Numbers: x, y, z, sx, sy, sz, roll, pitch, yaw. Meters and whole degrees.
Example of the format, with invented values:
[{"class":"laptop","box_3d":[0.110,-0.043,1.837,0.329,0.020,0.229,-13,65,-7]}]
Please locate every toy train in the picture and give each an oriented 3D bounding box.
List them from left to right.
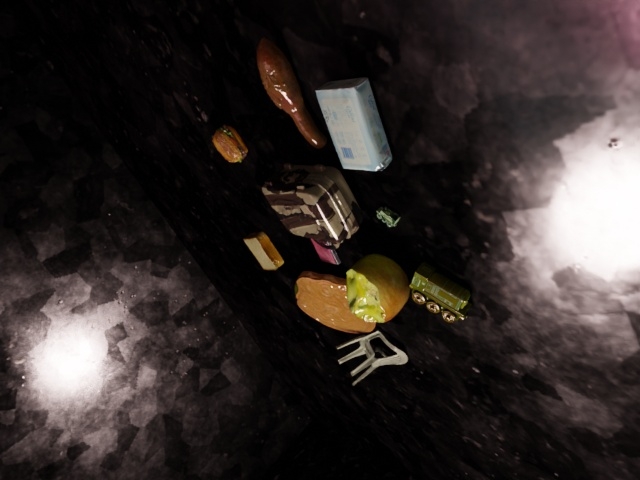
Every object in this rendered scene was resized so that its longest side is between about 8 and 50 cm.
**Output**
[{"class":"toy train","box_3d":[0.227,-0.083,1.652,0.083,0.033,0.053,42,147,14]},{"class":"toy train","box_3d":[0.410,0.181,1.669,0.225,0.090,0.137,31,138,22]}]

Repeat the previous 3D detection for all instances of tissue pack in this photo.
[{"class":"tissue pack","box_3d":[0.102,-0.340,1.446,0.177,0.089,0.263,13,134,47]}]

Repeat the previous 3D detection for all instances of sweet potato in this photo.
[{"class":"sweet potato","box_3d":[-0.101,-0.461,1.572,0.109,0.109,0.385,12,141,49]}]

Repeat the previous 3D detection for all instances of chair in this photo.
[{"class":"chair","box_3d":[0.236,0.538,2.263,0.191,0.274,0.203,57,168,34]}]

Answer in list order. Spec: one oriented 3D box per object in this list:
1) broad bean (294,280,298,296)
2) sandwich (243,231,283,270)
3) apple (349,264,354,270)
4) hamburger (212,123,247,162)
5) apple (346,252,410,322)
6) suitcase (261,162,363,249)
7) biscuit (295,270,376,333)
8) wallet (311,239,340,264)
[{"class":"broad bean","box_3d":[-0.031,0.278,2.400,0.238,0.119,0.291,35,150,18]},{"class":"sandwich","box_3d":[-0.297,0.056,2.562,0.215,0.065,0.186,57,151,-15]},{"class":"apple","box_3d":[0.153,0.139,1.989,0.084,0.084,0.071,26,117,36]},{"class":"hamburger","box_3d":[-0.390,-0.401,2.081,0.166,0.087,0.137,53,153,-10]},{"class":"apple","box_3d":[0.196,0.169,1.789,0.226,0.246,0.246,56,152,-9]},{"class":"suitcase","box_3d":[-0.013,-0.119,1.789,0.351,0.194,0.339,13,143,50]},{"class":"biscuit","box_3d":[0.068,0.292,2.199,0.384,0.062,0.365,16,140,13]},{"class":"wallet","box_3d":[0.000,0.000,2.099,0.119,0.025,0.232,9,133,52]}]
